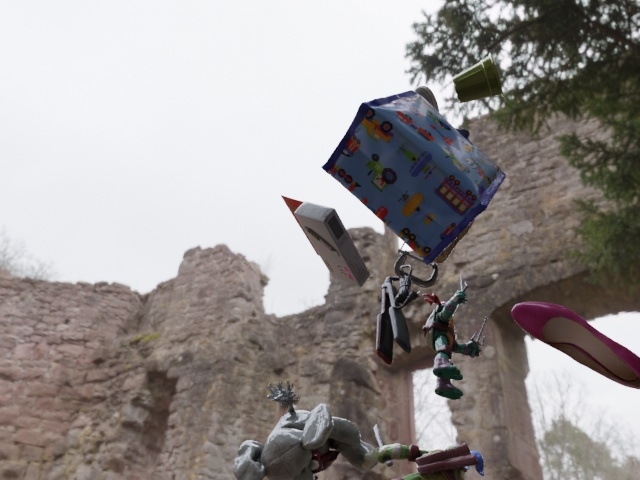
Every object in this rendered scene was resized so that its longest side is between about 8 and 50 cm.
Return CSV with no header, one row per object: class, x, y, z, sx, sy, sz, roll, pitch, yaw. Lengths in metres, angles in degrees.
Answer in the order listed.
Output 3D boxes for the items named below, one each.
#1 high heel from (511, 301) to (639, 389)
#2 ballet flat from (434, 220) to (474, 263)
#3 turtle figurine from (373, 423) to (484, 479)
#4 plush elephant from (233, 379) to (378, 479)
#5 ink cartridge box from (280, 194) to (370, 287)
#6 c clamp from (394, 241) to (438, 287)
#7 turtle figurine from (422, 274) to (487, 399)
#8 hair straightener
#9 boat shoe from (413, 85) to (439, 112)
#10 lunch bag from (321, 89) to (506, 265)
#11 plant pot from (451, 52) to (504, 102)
high heel,0.467,0.190,0.997,0.244,0.117,0.082,31,-72,11
ballet flat,0.378,-0.023,1.589,0.067,0.073,0.206,14,-69,-38
turtle figurine,0.184,0.523,1.115,0.274,0.198,0.266,-12,2,38
plush elephant,-0.047,0.510,1.286,0.271,0.255,0.330,-32,-89,11
ink cartridge box,0.000,0.000,1.592,0.238,0.060,0.275,17,-32,45
c clamp,0.309,0.075,1.753,0.160,0.137,0.022,30,-22,20
turtle figurine,0.273,0.198,1.142,0.118,0.234,0.175,-12,-49,30
hair straightener,0.146,0.114,0.962,0.089,0.230,0.047,-36,-73,27
boat shoe,0.226,-0.246,1.298,0.079,0.081,0.228,23,-54,39
lunch bag,0.181,-0.136,0.876,0.221,0.293,0.138,43,-49,7
plant pot,0.290,-0.293,1.020,0.079,0.083,0.083,-19,-42,20
